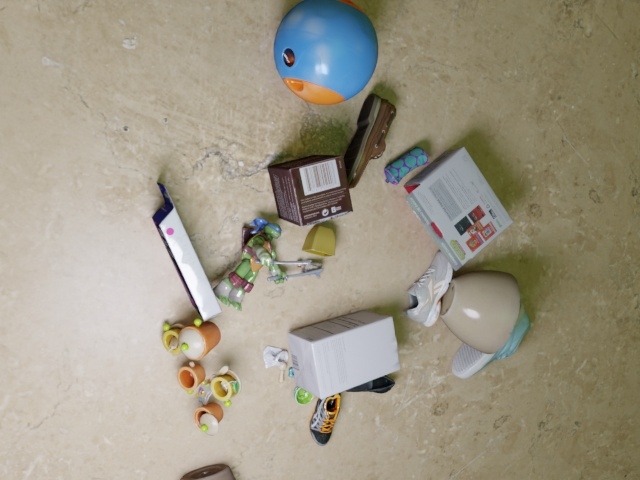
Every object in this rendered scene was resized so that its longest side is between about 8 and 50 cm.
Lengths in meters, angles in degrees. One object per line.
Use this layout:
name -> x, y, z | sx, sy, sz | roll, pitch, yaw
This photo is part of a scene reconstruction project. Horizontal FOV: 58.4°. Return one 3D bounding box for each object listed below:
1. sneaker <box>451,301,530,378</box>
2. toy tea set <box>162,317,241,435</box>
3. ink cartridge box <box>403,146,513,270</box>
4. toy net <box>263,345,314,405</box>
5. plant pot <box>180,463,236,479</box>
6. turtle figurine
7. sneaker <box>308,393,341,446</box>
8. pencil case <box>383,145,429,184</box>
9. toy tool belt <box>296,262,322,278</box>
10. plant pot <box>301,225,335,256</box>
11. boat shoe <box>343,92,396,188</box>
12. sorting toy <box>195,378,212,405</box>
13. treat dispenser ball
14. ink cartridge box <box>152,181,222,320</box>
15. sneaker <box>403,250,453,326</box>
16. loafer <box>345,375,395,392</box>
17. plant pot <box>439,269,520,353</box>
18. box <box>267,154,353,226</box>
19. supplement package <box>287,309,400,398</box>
sneaker -> 0.636, 0.389, 2.067 | 0.366, 0.135, 0.150 | -42, 108, -11
toy tea set -> -0.339, 0.375, 1.574 | 0.124, 0.200, 0.336 | -22, 88, -62
ink cartridge box -> 0.428, -0.100, 1.881 | 0.271, 0.130, 0.309 | -39, 101, -13
toy net -> -0.086, 0.410, 1.812 | 0.122, 0.045, 0.232 | -43, 111, -11
plant pot -> -0.322, 0.797, 1.688 | 0.262, 0.263, 0.230 | -10, 83, -21
turtle figurine -> -0.158, 0.099, 1.643 | 0.274, 0.198, 0.266 | 42, 89, -9
sneaker -> 0.018, 0.572, 1.862 | 0.084, 0.083, 0.215 | 4, 98, -25
pencil case -> 0.276, -0.241, 1.852 | 0.151, 0.064, 0.070 | -36, 94, -14
toy tool belt -> -0.036, 0.093, 1.781 | 0.083, 0.052, 0.051 | 4, 88, -23
plant pot -> 0.000, 0.000, 1.768 | 0.081, 0.081, 0.083 | 15, 80, -24
boat shoe -> 0.154, -0.293, 1.766 | 0.104, 0.110, 0.308 | 21, 90, -23
sorting toy -> -0.335, 0.456, 1.697 | 0.044, 0.075, 0.083 | 24, 88, -24
treat dispenser ball -> 0.015, -0.520, 1.574 | 0.288, 0.288, 0.289 | -4, 100, -22
ink cartridge box -> -0.379, 0.027, 1.556 | 0.069, 0.175, 0.371 | -24, 107, -17
sneaker -> 0.360, 0.155, 1.937 | 0.120, 0.099, 0.263 | 17, 86, -13
loafer -> 0.143, 0.462, 1.891 | 0.223, 0.078, 0.076 | 14, 57, -26
plant pot -> 0.509, 0.218, 1.928 | 0.190, 0.284, 0.284 | 18, 91, -8
box -> -0.032, -0.150, 1.660 | 0.168, 0.203, 0.167 | -17, 105, -19
supplement package -> 0.073, 0.343, 1.776 | 0.292, 0.175, 0.178 | -12, 97, -27
